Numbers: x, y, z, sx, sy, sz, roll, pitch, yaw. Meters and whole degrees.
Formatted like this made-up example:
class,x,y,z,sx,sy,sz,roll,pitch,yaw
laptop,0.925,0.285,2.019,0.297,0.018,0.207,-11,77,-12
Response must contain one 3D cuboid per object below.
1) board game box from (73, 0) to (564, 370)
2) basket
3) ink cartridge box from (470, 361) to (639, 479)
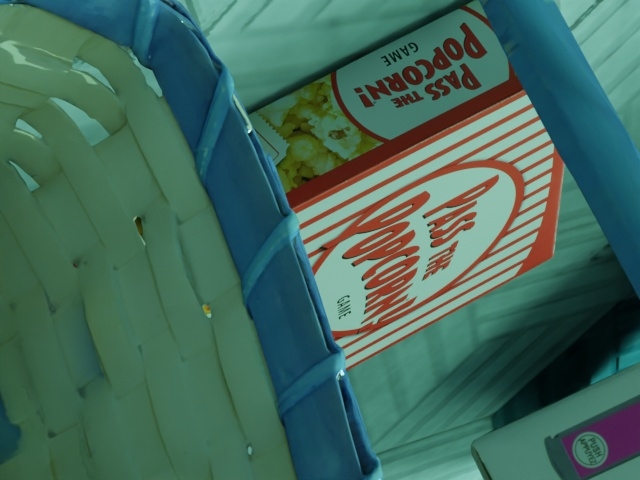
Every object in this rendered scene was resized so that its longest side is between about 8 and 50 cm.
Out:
class,x,y,z,sx,sy,sz,roll,pitch,yaw
board game box,0.000,0.000,0.666,0.193,0.045,0.147,-28,153,-11
basket,-0.058,0.019,0.403,0.289,0.254,0.201,-35,154,28
ink cartridge box,0.266,0.041,0.891,0.371,0.069,0.176,-31,169,21
